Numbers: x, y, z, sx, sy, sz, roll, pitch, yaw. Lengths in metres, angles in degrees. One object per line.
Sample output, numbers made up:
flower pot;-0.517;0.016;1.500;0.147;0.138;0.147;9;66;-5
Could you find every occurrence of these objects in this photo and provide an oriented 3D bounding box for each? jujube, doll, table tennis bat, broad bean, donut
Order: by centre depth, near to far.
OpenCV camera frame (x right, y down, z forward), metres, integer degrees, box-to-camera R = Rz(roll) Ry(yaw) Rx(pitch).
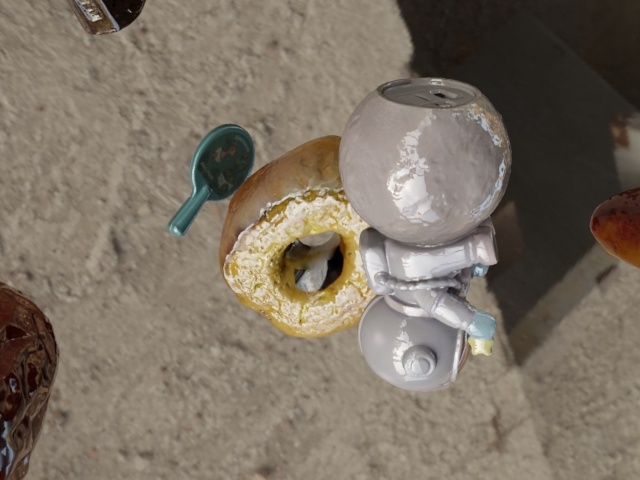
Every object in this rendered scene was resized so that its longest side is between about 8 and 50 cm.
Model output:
jujube;-0.289;0.132;0.777;0.250;0.174;0.174;-60;155;-61
doll;0.086;0.009;0.898;0.151;0.151;0.287;-17;121;-30
broad bean;0.426;-0.017;1.322;0.084;0.165;0.114;8;97;-42
donut;0.000;0.000;1.547;0.299;0.150;0.317;13;126;3
table tennis bat;-0.174;-0.092;1.632;0.201;0.033;0.124;-56;141;-11

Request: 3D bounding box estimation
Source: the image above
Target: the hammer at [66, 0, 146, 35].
hammer;-0.273;-0.478;1.330;0.242;0.095;0.409;58;35;-44
